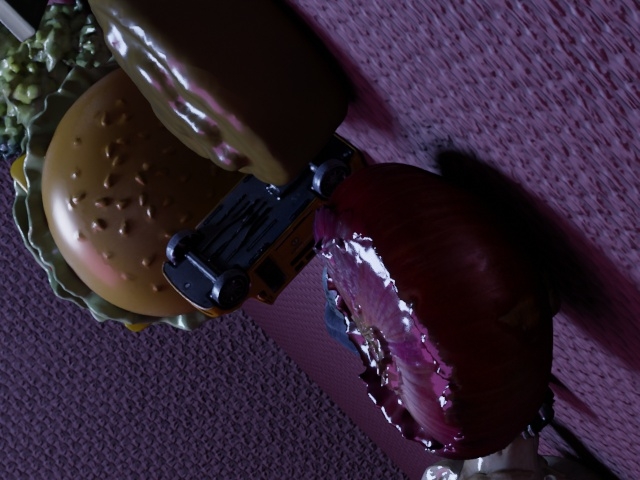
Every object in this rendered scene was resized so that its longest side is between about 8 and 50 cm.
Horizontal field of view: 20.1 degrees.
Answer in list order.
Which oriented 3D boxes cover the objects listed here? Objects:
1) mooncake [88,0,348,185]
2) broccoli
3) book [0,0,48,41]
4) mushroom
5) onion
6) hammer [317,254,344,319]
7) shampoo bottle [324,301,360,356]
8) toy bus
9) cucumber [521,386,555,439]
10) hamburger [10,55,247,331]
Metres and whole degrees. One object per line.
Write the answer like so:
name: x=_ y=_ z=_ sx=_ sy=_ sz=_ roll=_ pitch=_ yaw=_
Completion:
mooncake: x=-0.092 y=-0.146 z=1.439 sx=0.235 sy=0.117 sz=0.235 roll=43 pitch=175 yaw=5
broccoli: x=-0.398 y=-0.248 z=2.036 sx=0.348 sy=0.281 sz=0.293 roll=11 pitch=-153 yaw=-17
book: x=-0.368 y=-0.338 z=1.806 sx=0.264 sy=0.027 sz=0.202 roll=45 pitch=-156 yaw=-23
mushroom: x=0.223 y=0.285 z=1.880 sx=0.254 sy=0.189 sz=0.195 roll=11 pitch=102 yaw=63
onion: x=0.086 y=0.045 z=1.344 sx=0.248 sy=0.161 sz=0.248 roll=40 pitch=161 yaw=17
hammer: x=0.000 y=0.000 z=1.941 sx=0.194 sy=0.069 sz=0.116 roll=51 pitch=175 yaw=14
shampoo bottle: x=0.062 y=0.097 z=2.016 sx=0.234 sy=0.087 sz=0.049 roll=-152 pitch=49 yaw=-70
toy bus: x=-0.043 y=-0.011 z=1.588 sx=0.083 sy=0.194 sz=0.088 roll=40 pitch=174 yaw=38
cucumber: x=0.114 y=0.081 z=1.700 sx=0.265 sy=0.077 sz=0.077 roll=46 pitch=172 yaw=3
hamburger: x=-0.153 y=-0.050 z=1.706 sx=0.274 sy=0.274 sz=0.212 roll=46 pitch=168 yaw=-11
